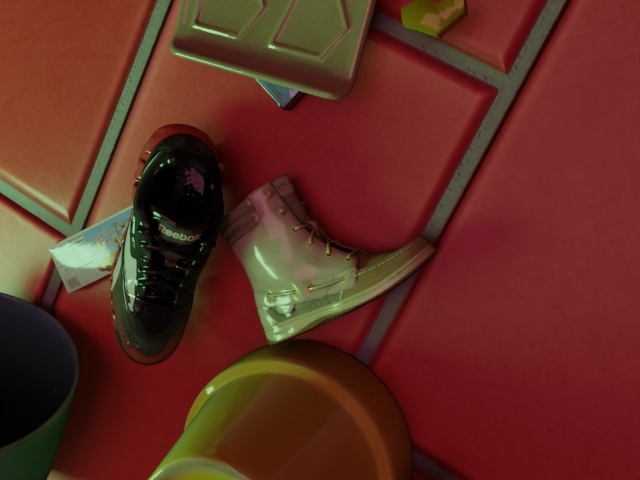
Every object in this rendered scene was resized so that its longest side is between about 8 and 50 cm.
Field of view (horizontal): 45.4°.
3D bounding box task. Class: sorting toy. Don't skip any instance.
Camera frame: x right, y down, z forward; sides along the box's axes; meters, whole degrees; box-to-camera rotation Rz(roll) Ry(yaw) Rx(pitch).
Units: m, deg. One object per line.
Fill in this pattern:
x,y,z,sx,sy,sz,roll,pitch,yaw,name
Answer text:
0.007,-0.262,0.768,0.307,0.041,0.229,19,99,17,sorting toy

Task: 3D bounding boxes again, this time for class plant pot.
-0.055,0.252,0.784,0.254,0.239,0.254,3,98,20,plant pot
-0.452,0.236,0.917,0.293,0.293,0.235,26,120,16,plant pot

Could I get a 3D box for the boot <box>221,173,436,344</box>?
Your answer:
0.000,0.000,0.816,0.213,0.077,0.165,-28,85,23,boot

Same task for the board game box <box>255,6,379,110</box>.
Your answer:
-0.082,-0.292,0.830,0.281,0.027,0.145,48,111,9,board game box

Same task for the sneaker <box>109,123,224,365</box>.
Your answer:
-0.168,0.012,0.830,0.097,0.135,0.276,11,97,-18,sneaker

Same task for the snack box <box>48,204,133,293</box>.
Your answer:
-0.253,0.004,0.939,0.178,0.022,0.064,-24,90,22,snack box
